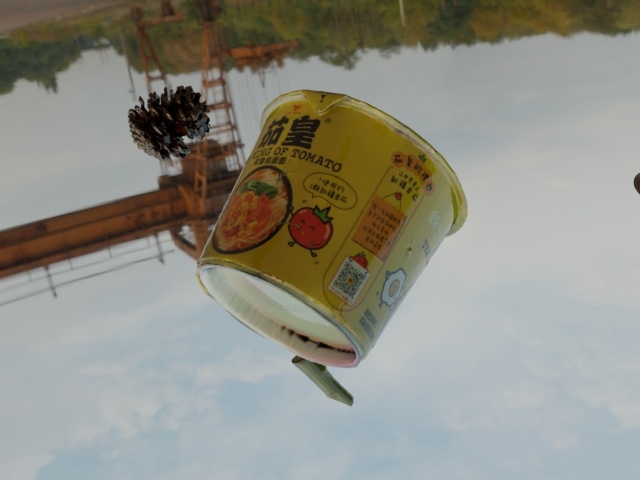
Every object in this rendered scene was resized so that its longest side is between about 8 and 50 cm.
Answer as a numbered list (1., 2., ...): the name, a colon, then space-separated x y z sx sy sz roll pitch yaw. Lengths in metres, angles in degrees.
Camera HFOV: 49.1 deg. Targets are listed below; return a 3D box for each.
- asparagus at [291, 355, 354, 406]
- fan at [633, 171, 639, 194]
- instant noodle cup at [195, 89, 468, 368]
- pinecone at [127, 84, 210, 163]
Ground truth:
1. asparagus: 0.008 0.297 1.491 0.045 0.178 0.041 -49 -153 -14
2. fan: 0.439 -0.066 0.892 0.080 0.060 0.003 -13 160 -14
3. instant noodle cup: 0.000 0.000 0.939 0.326 0.325 0.254 9 -121 42
4. pinecone: -0.152 -0.120 0.702 0.083 0.077 0.077 -47 -154 -3
